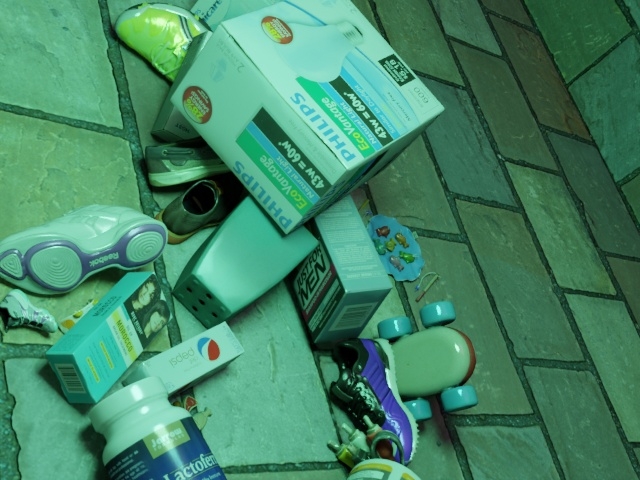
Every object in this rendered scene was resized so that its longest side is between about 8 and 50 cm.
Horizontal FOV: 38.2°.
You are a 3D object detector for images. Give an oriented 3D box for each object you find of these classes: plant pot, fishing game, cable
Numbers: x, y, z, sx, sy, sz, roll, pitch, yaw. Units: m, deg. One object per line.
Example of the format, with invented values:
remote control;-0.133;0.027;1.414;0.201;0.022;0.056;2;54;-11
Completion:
plant pot;-0.159;0.046;1.759;0.165;0.165;0.234;46;50;-4
fishing game;0.185;0.014;2.224;0.264;0.041;0.189;49;40;-1
cable;0.147;0.449;1.735;0.287;0.139;0.072;47;28;-7

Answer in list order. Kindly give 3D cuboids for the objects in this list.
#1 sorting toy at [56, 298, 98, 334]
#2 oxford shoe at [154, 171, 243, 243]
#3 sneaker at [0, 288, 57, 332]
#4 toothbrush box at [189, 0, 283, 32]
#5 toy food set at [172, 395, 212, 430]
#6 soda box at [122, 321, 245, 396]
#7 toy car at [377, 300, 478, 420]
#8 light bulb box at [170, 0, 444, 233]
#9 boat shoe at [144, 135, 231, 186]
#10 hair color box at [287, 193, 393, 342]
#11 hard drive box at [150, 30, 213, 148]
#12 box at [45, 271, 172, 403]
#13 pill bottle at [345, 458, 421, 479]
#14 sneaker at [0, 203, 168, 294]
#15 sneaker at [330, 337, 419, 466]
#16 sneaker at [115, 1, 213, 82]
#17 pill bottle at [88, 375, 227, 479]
sorting toy;-0.387;0.145;1.554;0.083;0.045;0.075;-43;110;-53
oxford shoe;-0.220;-0.083;1.857;0.097;0.098;0.271;47;37;-3
sneaker;-0.476;0.130;1.477;0.098;0.038;0.069;36;40;-1
toothbrush box;-0.149;-0.494;2.188;0.295;0.216;0.126;44;37;-4
toy food set;-0.235;0.306;1.572;0.078;0.019;0.122;44;38;-6
soda box;-0.234;0.218;1.605;0.216;0.074;0.069;-23;76;-52
toy car;0.265;0.264;1.972;0.238;0.210;0.219;13;60;-54
light bulb box;-0.020;-0.264;1.783;0.358;0.225;0.361;49;43;5
boat shoe;-0.213;-0.186;1.849;0.285;0.092;0.103;-18;23;-12
hair color box;0.000;0.000;1.891;0.114;0.185;0.374;-4;54;-28
hard drive box;-0.223;-0.292;1.946;0.181;0.089;0.232;28;79;-26
box;-0.343;0.156;1.529;0.244;0.060;0.100;-53;133;-52
pill bottle;0.077;0.521;1.580;0.162;0.162;0.278;45;38;-5
sneaker;-0.425;0.007;1.596;0.305;0.114;0.152;-11;30;-37
sneaker;0.089;0.318;1.824;0.146;0.102;0.293;15;43;-34
sneaker;-0.274;-0.383;2.029;0.385;0.145;0.147;28;42;-23
pill bottle;-0.241;0.352;1.419;0.153;0.153;0.264;-17;71;-50
